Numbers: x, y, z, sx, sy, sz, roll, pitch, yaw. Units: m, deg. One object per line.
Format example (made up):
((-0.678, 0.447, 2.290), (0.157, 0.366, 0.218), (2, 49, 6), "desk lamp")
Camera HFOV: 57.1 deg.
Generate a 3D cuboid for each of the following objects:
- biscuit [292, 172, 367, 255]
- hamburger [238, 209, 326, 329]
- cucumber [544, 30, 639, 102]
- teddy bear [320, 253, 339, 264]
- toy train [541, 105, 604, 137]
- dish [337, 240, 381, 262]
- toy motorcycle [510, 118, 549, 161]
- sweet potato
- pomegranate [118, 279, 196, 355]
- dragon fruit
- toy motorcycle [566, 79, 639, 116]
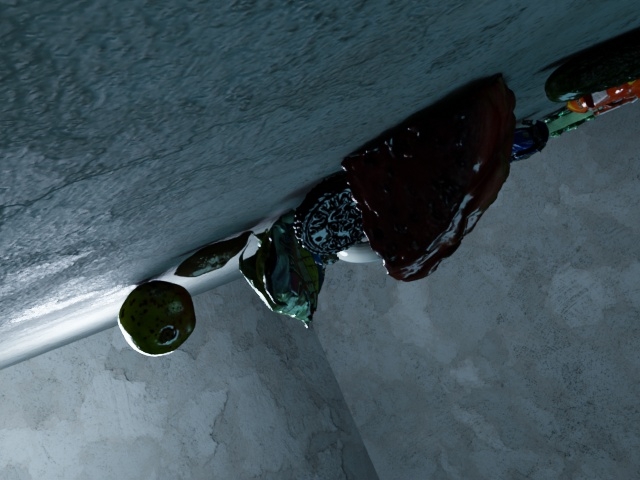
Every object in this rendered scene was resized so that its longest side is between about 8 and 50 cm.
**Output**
((0.037, -0.049, 1.123), (0.195, 0.053, 0.194), (-18, 139, -17), "biscuit")
((-0.097, 0.059, 1.361), (0.151, 0.260, 0.276), (-8, 154, 18), "hamburger")
((0.458, -0.276, 0.924), (0.242, 0.074, 0.074), (-20, 177, -10), "cucumber")
((0.029, -0.037, 1.326), (0.129, 0.181, 0.251), (4, -173, 9), "teddy bear")
((0.729, -0.358, 1.702), (0.178, 0.071, 0.105), (-23, -174, 35), "toy train")
((0.150, -0.056, 2.026), (0.274, 0.133, 0.273), (-8, -143, 6), "dish")
((0.480, -0.241, 1.519), (0.316, 0.113, 0.169), (-12, 161, -32), "toy motorcycle")
((-0.231, 0.032, 1.309), (0.206, 0.060, 0.068), (-32, 178, -29), "sweet potato")
((-0.423, 0.199, 1.552), (0.198, 0.198, 0.246), (-23, 180, -9), "pomegranate")
((0.252, -0.102, 0.948), (0.286, 0.227, 0.329), (-28, 173, 42), "dragon fruit")
((0.628, -0.327, 1.160), (0.171, 0.089, 0.298), (-22, 178, -10), "toy motorcycle")
